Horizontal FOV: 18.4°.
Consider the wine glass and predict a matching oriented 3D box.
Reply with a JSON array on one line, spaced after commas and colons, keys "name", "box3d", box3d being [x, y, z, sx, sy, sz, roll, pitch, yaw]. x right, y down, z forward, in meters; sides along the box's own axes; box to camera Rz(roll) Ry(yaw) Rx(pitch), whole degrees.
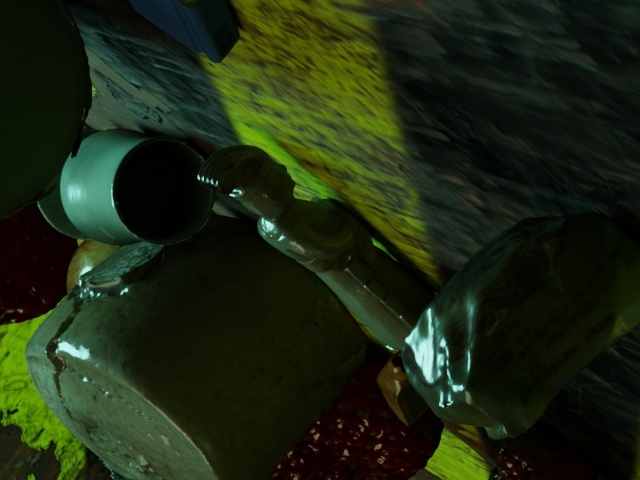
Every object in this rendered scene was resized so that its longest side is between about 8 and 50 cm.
[{"name": "wine glass", "box3d": [-0.166, -0.045, 1.678, 0.103, 0.103, 0.231, 40, 167, -20]}]

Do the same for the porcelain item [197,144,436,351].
[{"name": "porcelain item", "box3d": [0.000, 0.000, 1.414, 0.213, 0.054, 0.084, 41, 168, -32]}]

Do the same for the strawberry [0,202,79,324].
[{"name": "strawberry", "box3d": [-0.426, -0.020, 2.346, 0.345, 0.295, 0.317, 14, -136, -35]}]

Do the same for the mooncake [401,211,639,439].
[{"name": "mooncake", "box3d": [0.099, 0.040, 1.012, 0.073, 0.125, 0.130, 49, 167, -7]}]

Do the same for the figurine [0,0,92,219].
[{"name": "figurine", "box3d": [-0.337, -0.135, 1.394, 0.277, 0.248, 0.388, 12, 173, -32]}]

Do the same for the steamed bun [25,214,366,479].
[{"name": "steamed bun", "box3d": [-0.127, 0.086, 1.735, 0.301, 0.251, 0.199, 11, 146, 53]}]

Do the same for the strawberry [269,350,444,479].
[{"name": "strawberry", "box3d": [-0.042, 0.183, 1.964, 0.257, 0.261, 0.261, 37, 174, 46]}]

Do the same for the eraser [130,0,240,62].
[{"name": "eraser", "box3d": [-0.082, -0.137, 1.108, 0.063, 0.027, 0.084, 36, 171, 15]}]

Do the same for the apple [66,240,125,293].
[{"name": "apple", "box3d": [-0.207, 0.047, 2.184, 0.146, 0.146, 0.131, 38, 151, -5]}]

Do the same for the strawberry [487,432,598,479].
[{"name": "strawberry", "box3d": [0.190, 0.204, 1.683, 0.096, 0.083, 0.083, 24, 166, 28]}]

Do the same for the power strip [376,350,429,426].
[{"name": "power strip", "box3d": [0.079, 0.128, 1.790, 0.028, 0.049, 0.178, 41, 173, 16]}]
